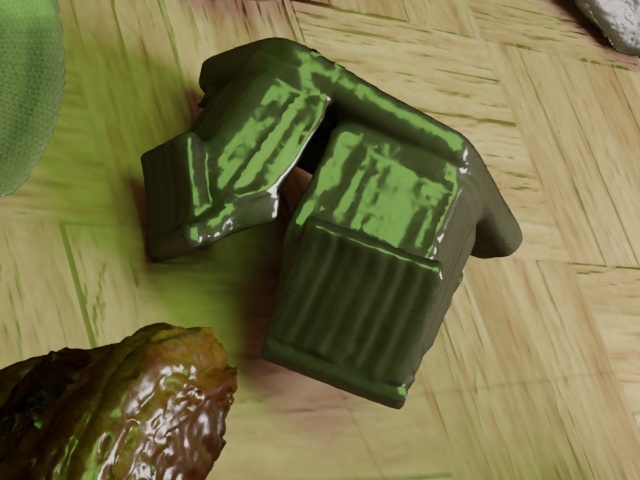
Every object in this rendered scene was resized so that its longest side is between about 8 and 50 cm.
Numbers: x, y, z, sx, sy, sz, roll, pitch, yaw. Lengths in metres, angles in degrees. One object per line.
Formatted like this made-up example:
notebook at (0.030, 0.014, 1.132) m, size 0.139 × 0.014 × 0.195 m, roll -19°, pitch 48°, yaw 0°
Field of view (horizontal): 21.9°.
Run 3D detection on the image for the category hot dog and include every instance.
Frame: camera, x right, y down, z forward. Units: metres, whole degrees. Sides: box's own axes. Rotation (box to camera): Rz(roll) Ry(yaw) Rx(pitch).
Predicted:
hot dog at (-0.118, 0.120, 0.715) m, size 0.099 × 0.160 × 0.227 m, roll 46°, pitch 36°, yaw -24°

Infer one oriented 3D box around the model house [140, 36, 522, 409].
model house at (0.004, -0.007, 0.964) m, size 0.229 × 0.122 × 0.188 m, roll 29°, pitch 55°, yaw -4°

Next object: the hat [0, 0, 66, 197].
hat at (-0.249, -0.111, 0.799) m, size 0.252 × 0.110 × 0.252 m, roll 32°, pitch 47°, yaw -42°

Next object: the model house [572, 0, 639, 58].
model house at (0.248, -0.266, 1.414) m, size 0.203 × 0.141 × 0.164 m, roll 53°, pitch 11°, yaw -31°
